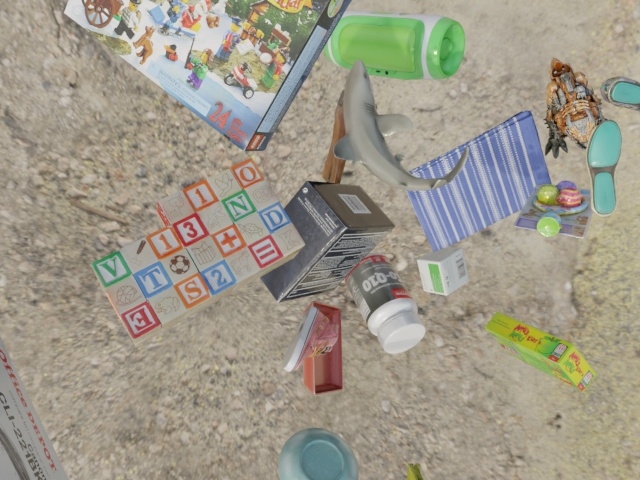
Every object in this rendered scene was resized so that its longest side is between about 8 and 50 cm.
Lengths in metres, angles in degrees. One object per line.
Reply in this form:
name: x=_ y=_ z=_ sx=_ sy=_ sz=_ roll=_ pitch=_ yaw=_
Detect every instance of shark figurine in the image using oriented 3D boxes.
shark figurine: x=0.084 y=-0.130 z=0.834 sx=0.116 sy=0.166 sz=0.278 roll=-11 pitch=51 yaw=-36

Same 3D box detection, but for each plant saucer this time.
plant saucer: x=0.005 y=0.321 z=1.641 sx=0.047 sy=0.259 sz=0.259 roll=-5 pitch=77 yaw=20
plant saucer: x=0.000 y=0.519 z=1.274 sx=0.194 sy=0.037 sz=0.195 roll=10 pitch=46 yaw=-10

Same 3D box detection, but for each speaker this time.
speaker: x=0.149 y=-0.417 z=1.171 sx=0.296 sy=0.131 sz=0.131 roll=21 pitch=79 yaw=36

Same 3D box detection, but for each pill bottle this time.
pill bottle: x=0.194 y=0.187 z=1.671 sx=0.161 sy=0.161 sz=0.283 roll=-18 pitch=49 yaw=-11

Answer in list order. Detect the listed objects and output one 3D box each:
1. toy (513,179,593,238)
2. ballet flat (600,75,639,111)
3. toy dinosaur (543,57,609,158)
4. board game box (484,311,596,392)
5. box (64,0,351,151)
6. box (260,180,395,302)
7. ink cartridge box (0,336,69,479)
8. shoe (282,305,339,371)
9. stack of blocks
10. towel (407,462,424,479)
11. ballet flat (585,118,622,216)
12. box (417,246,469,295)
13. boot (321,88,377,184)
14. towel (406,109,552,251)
toy: x=0.509 y=-0.086 z=1.173 sx=0.237 sy=0.136 sz=0.056 roll=-45 pitch=138 yaw=-46
ballet flat: x=0.396 y=-0.180 z=0.685 sx=0.114 sy=0.041 sz=0.041 roll=10 pitch=83 yaw=-16
toy dinosaur: x=0.601 y=-0.327 z=1.302 sx=0.218 sy=0.164 sz=0.322 roll=49 pitch=54 yaw=-42
board game box: x=0.393 y=0.198 z=1.000 sx=0.043 sy=0.181 sz=0.092 roll=-49 pitch=116 yaw=-8
box: x=-0.108 y=-0.212 z=0.495 sx=0.233 sy=0.044 sz=0.159 roll=38 pitch=111 yaw=11
box: x=0.000 y=0.000 z=1.533 sx=0.294 sy=0.296 sz=0.183 roll=-49 pitch=68 yaw=23
ink cartridge box: x=-0.359 y=0.193 z=0.502 sx=0.114 sy=0.273 sz=0.197 roll=-28 pitch=84 yaw=-13
shoe: x=-0.014 y=0.214 z=1.134 sx=0.081 sy=0.178 sz=0.063 roll=34 pitch=125 yaw=-6
stack of blocks: x=-0.198 y=0.014 z=0.872 sx=0.297 sy=0.087 sz=0.171 roll=-30 pitch=83 yaw=-22
towel: x=0.132 y=0.421 z=0.705 sx=0.021 sy=0.102 sz=0.238 roll=-1 pitch=91 yaw=-4
ballet flat: x=0.494 y=-0.127 z=0.969 sx=0.057 sy=0.052 sz=0.168 roll=3 pitch=100 yaw=17
box: x=0.336 y=0.081 z=1.511 sx=0.101 sy=0.087 sz=0.101 roll=-26 pitch=108 yaw=-31
boot: x=0.059 y=-0.266 z=1.546 sx=0.096 sy=0.264 sz=0.281 roll=10 pitch=111 yaw=-18
towel: x=0.379 y=-0.137 z=1.320 sx=0.335 sy=0.040 sz=0.243 roll=-27 pitch=121 yaw=6
